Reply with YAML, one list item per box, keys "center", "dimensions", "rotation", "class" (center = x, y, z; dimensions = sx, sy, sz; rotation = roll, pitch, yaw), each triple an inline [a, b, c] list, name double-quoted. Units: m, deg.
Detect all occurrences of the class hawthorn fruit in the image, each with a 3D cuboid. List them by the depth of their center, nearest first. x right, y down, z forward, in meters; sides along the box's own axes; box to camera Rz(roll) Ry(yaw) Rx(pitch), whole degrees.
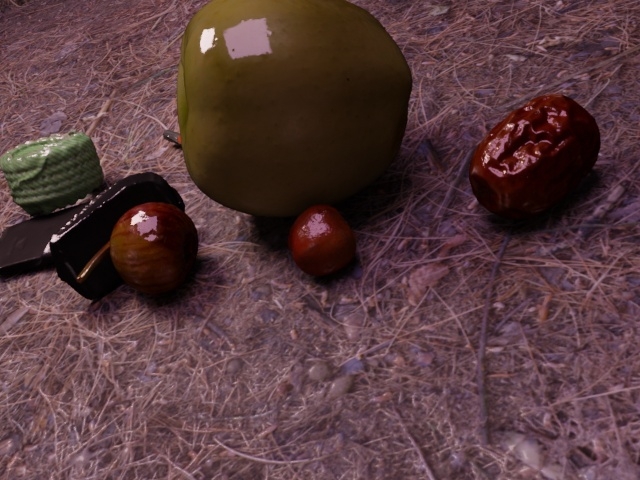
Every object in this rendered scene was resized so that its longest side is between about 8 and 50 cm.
- center: [0.000, 0.000, 1.530]
  dimensions: [0.128, 0.128, 0.128]
  rotation: [-13, 34, 9]
  class: "hawthorn fruit"

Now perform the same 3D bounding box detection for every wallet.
- center: [-0.536, -0.023, 1.893]
  dimensions: [0.377, 0.051, 0.197]
  rotation: [-15, 32, 10]
  class: "wallet"

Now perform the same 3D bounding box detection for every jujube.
- center: [0.370, -0.145, 1.495]
  dimensions: [0.250, 0.174, 0.174]
  rotation: [-35, 37, -23]
  class: "jujube"

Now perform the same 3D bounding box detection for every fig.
- center: [-0.340, 0.011, 1.636]
  dimensions: [0.207, 0.175, 0.175]
  rotation: [2, 39, 20]
  class: "fig"

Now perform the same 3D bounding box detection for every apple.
- center: [-0.063, -0.259, 1.651]
  dimensions: [0.473, 0.474, 0.474]
  rotation: [-13, 34, 9]
  class: "apple"

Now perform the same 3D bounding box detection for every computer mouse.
- center: [-0.401, -0.017, 1.716]
  dimensions: [0.295, 0.168, 0.087]
  rotation: [-38, 32, -23]
  class: "computer mouse"

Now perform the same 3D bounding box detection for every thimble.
- center: [-0.613, -0.158, 2.000]
  dimensions: [0.218, 0.150, 0.219]
  rotation: [-14, 19, 5]
  class: "thimble"

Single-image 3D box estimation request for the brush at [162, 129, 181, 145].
- center: [-0.261, -0.218, 2.031]
  dimensions: [0.323, 0.051, 0.070]
  rotation: [20, 57, 40]
  class: "brush"
